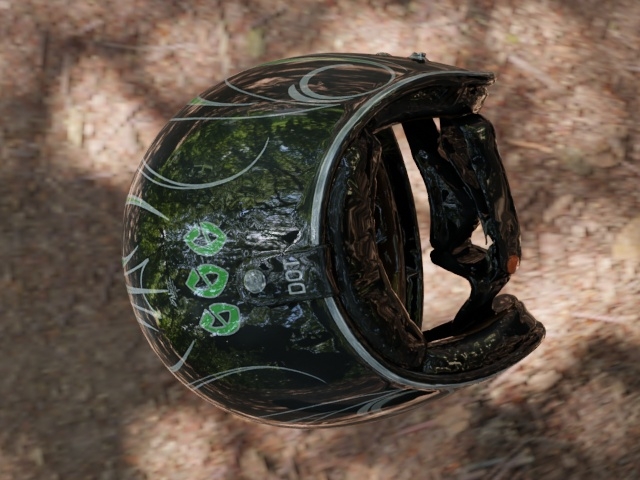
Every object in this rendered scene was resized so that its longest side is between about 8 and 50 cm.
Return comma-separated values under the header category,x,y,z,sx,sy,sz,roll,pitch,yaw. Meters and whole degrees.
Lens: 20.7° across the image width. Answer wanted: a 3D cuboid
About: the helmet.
category,x,y,z,sx,sy,sz,roll,pitch,yaw
helmet,0.000,0.000,0.723,0.161,0.169,0.169,-4,89,51
